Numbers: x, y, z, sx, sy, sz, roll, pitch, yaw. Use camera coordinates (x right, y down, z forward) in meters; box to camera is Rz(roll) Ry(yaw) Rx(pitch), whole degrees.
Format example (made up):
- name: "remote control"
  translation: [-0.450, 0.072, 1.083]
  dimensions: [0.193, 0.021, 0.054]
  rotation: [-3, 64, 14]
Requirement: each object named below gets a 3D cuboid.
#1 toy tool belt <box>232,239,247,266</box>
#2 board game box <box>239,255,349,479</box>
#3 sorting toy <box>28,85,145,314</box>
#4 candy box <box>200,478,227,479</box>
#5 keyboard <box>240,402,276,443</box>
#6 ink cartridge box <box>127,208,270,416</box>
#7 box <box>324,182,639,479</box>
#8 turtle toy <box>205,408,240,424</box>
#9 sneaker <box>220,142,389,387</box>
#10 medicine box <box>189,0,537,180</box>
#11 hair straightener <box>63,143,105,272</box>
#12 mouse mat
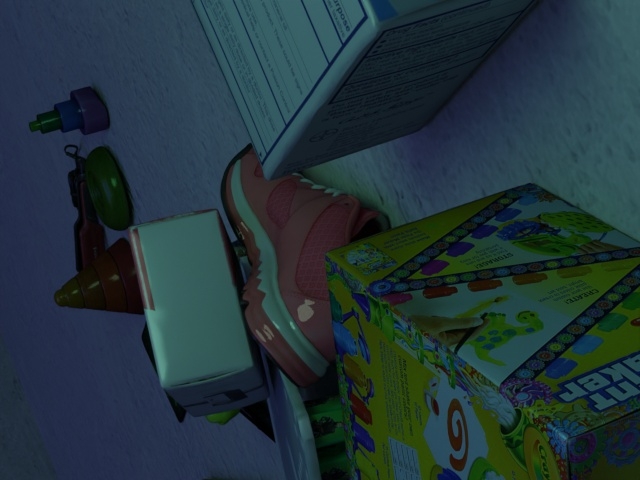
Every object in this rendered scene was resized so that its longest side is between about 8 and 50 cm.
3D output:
- name: "toy tool belt"
  translation: [-0.094, 0.014, 1.597]
  dimensions: [0.051, 0.052, 0.083]
  rotation: [60, 157, 3]
- name: "board game box"
  translation: [0.000, 0.255, 1.439]
  dimensions: [0.390, 0.050, 0.390]
  rotation: [-117, 16, -66]
- name: "sorting toy"
  translation: [-0.349, -0.038, 2.060]
  dimensions: [0.127, 0.126, 0.365]
  rotation: [42, 145, 55]
- name: "candy box"
  translation: [-0.120, 0.428, 1.953]
  dimensions: [0.316, 0.087, 0.183]
  rotation: [-20, 90, 67]
- name: "keyboard"
  translation: [-0.088, 0.195, 1.778]
  dimensions: [0.100, 0.038, 0.192]
  rotation: [55, 166, -28]
- name: "ink cartridge box"
  translation: [-0.113, 0.076, 1.381]
  dimensions: [0.218, 0.092, 0.158]
  rotation: [89, 168, -76]
- name: "box"
  translation: [0.155, 0.158, 0.952]
  dimensions: [0.279, 0.177, 0.290]
  rotation: [38, 141, 54]
- name: "turtle toy"
  translation: [-0.108, 0.155, 1.693]
  dimensions: [0.095, 0.066, 0.130]
  rotation: [18, 82, 64]
- name: "sneaker"
  translation: [0.000, 0.001, 1.310]
  dimensions: [0.116, 0.136, 0.314]
  rotation: [51, -165, -36]
- name: "medicine box"
  translation: [0.007, -0.224, 1.024]
  dimensions: [0.263, 0.149, 0.289]
  rotation: [67, 158, 10]
- name: "hair straightener"
  translation: [-0.378, -0.048, 2.228]
  dimensions: [0.089, 0.047, 0.230]
  rotation: [39, 142, 53]
- name: "mouse mat"
  translation: [-0.226, 0.175, 2.109]
  dimensions: [0.152, 0.007, 0.189]
  rotation: [62, 158, 20]
